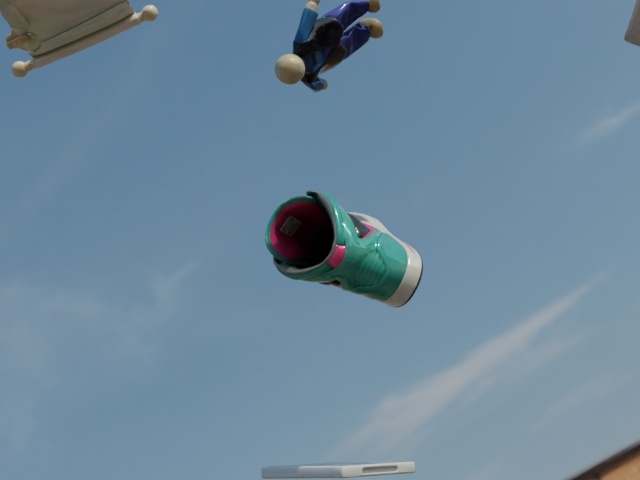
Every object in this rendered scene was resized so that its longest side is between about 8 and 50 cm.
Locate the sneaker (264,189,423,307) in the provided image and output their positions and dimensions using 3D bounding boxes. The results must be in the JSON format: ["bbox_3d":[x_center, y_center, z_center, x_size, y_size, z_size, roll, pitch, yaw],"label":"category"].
[{"bbox_3d":[0.000,0.000,1.519,0.178,0.295,0.123,25,-89,-25],"label":"sneaker"}]

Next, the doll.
[{"bbox_3d":[0.005,-0.250,1.381,0.189,0.046,0.129,-42,-43,-36],"label":"doll"}]

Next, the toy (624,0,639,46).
[{"bbox_3d":[0.425,-0.278,1.289,0.237,0.056,0.136,8,-78,-40],"label":"toy"}]

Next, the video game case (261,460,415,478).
[{"bbox_3d":[0.024,0.312,1.498,0.143,0.019,0.157,7,-14,-44],"label":"video game case"}]

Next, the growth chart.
[{"bbox_3d":[-0.231,-0.260,0.963,0.172,0.021,0.237,-20,-44,-3],"label":"growth chart"}]
